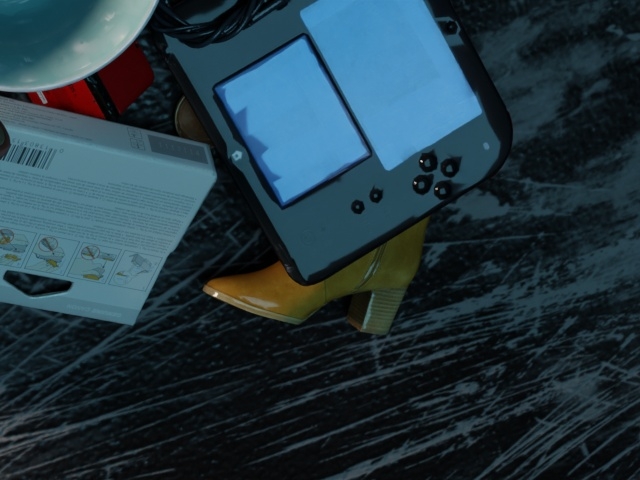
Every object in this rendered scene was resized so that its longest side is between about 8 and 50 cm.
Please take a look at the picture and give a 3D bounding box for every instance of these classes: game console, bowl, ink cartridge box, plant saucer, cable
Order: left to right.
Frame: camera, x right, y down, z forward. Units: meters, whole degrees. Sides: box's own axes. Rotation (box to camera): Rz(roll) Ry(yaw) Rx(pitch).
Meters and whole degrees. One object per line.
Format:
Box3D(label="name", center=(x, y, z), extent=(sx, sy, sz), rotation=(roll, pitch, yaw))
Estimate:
Box3D(label="bowl", center=(-0.333, -0.333, 1.868), extent=(0.312, 0.163, 0.311), rotation=(-9, 114, -21))
Box3D(label="ink cartridge box", center=(-0.311, -0.032, 2.058), extent=(0.296, 0.066, 0.261), rotation=(12, 128, -28))
Box3D(label="game console", center=(-0.285, -0.210, 2.028), extent=(0.124, 0.085, 0.144), rotation=(-17, 121, 17))
Box3D(label="plant saucer", center=(-0.141, -0.154, 2.117), extent=(0.083, 0.013, 0.083), rotation=(-9, 114, -21))
Box3D(label="cable", center=(-0.126, -0.309, 2.009), extent=(0.184, 0.047, 0.150), rotation=(-34, 89, -6))
Box3D(label="game console", center=(0.026, -0.184, 2.105), extent=(0.342, 0.060, 0.386), rotation=(-32, 105, -11))

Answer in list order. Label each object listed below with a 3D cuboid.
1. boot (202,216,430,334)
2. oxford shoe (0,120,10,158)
Box3D(label="boot", center=(0.001, 0.000, 2.207), extent=(0.295, 0.104, 0.211), rotation=(10, 100, -31))
Box3D(label="oxford shoe", center=(-0.501, -0.087, 1.789), extent=(0.348, 0.123, 0.130), rotation=(-1, 135, -26))
